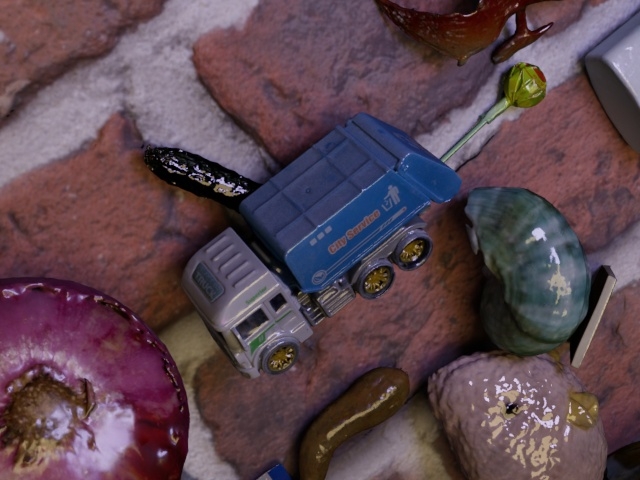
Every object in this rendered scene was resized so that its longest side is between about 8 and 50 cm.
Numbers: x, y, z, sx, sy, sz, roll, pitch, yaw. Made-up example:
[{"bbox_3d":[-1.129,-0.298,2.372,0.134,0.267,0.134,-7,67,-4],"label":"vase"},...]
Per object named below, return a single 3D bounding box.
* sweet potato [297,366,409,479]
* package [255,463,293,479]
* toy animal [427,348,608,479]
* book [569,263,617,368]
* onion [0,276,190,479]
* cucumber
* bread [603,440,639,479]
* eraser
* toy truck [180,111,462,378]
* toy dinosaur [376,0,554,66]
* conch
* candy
[{"bbox_3d":[0.036,0.262,1.372,0.233,0.062,0.081,-45,108,-6],"label":"sweet potato"},{"bbox_3d":[-0.087,0.425,1.391,0.173,0.027,0.171,-36,115,-8],"label":"package"},{"bbox_3d":[0.314,0.304,1.428,0.227,0.188,0.358,-28,114,-6],"label":"toy animal"},{"bbox_3d":[0.395,0.106,1.414,0.016,0.199,0.138,22,99,11],"label":"book"},{"bbox_3d":[-0.337,0.215,1.101,0.359,0.345,0.358,0,90,-31],"label":"onion"},{"bbox_3d":[-0.139,-0.076,1.214,0.182,0.053,0.053,23,95,-25],"label":"cucumber"},{"bbox_3d":[0.530,0.432,1.479,0.210,0.341,0.300,44,89,-4],"label":"bread"},{"bbox_3d":[0.537,-0.279,1.397,0.290,0.104,0.189,-40,119,-6],"label":"eraser"},{"bbox_3d":[0.000,0.000,1.215,0.367,0.146,0.175,-40,136,-7],"label":"toy truck"},{"bbox_3d":[0.257,-0.355,1.277,0.327,0.113,0.207,-44,142,7],"label":"toy dinosaur"},{"bbox_3d":[0.291,0.054,1.352,0.195,0.220,0.277,-42,132,21],"label":"conch"},{"bbox_3d":[0.233,-0.170,1.341,0.194,0.062,0.058,-42,160,3],"label":"candy"}]
